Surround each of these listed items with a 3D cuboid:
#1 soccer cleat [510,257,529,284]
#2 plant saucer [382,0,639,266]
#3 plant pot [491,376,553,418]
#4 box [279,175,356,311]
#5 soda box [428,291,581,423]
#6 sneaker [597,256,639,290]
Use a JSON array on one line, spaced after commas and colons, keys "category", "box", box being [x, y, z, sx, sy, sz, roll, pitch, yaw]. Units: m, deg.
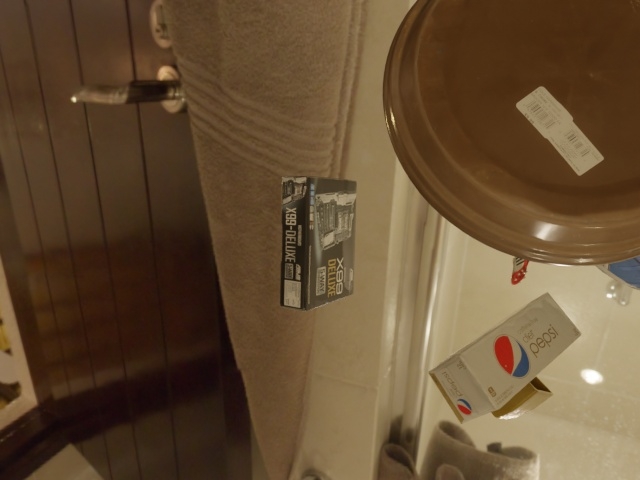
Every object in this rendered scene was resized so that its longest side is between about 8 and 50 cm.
[{"category": "soccer cleat", "box": [0.410, 0.053, 0.989, 0.029, 0.083, 0.036, 27, 178, -32]}, {"category": "plant saucer", "box": [0.188, -0.119, 0.366, 0.278, 0.277, 0.041, 2, 168, 2]}, {"category": "plant pot", "box": [0.303, 0.241, 0.769, 0.081, 0.083, 0.081, 24, -161, -44]}, {"category": "box", "box": [0.000, 0.000, 1.177, 0.077, 0.307, 0.242, 4, -175, 31]}, {"category": "soda box", "box": [0.242, 0.145, 0.618, 0.216, 0.069, 0.073, -20, -111, -37]}, {"category": "sneaker", "box": [0.277, -0.034, 0.463, 0.211, 0.080, 0.081, 54, -168, 12]}]
